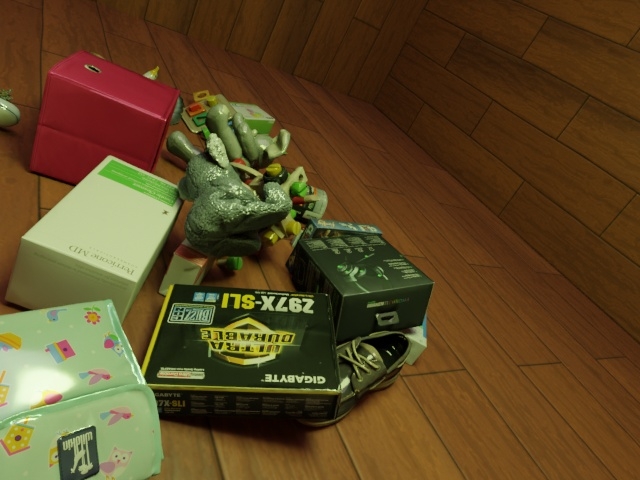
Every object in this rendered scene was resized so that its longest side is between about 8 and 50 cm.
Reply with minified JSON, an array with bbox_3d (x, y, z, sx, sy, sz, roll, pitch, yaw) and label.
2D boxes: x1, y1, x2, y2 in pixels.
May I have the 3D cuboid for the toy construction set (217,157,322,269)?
[{"bbox_3d":[-0.094,-0.093,1.163,0.237,0.257,0.309,-2,15,34],"label":"toy construction set"}]

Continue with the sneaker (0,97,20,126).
[{"bbox_3d":[-0.862,-0.300,1.101,0.258,0.094,0.091,4,54,-32],"label":"sneaker"}]

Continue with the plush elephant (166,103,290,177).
[{"bbox_3d":[-0.245,-0.285,1.449,0.330,0.272,0.255,50,43,-16],"label":"plush elephant"}]

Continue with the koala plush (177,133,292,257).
[{"bbox_3d":[-0.212,-0.098,0.968,0.203,0.196,0.221,-5,58,-47],"label":"koala plush"}]

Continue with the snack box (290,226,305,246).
[{"bbox_3d":[0.000,0.000,1.407,0.178,0.064,0.022,9,35,-33],"label":"snack box"}]

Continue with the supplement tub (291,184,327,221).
[{"bbox_3d":[-0.084,-0.133,1.497,0.190,0.117,0.117,17,30,-21],"label":"supplement tub"}]

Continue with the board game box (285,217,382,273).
[{"bbox_3d":[0.041,0.023,1.300,0.243,0.165,0.042,4,37,-39],"label":"board game box"}]

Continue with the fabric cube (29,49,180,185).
[{"bbox_3d":[-0.533,-0.288,1.184,0.258,0.259,0.254,19,28,-18],"label":"fabric cube"}]

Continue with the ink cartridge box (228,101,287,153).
[{"bbox_3d":[-0.258,-0.454,1.899,0.255,0.097,0.189,40,29,21],"label":"ink cartridge box"}]

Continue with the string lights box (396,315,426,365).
[{"bbox_3d":[0.212,0.200,1.256,0.133,0.076,0.259,29,27,-1],"label":"string lights box"}]

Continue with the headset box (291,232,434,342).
[{"bbox_3d":[0.099,0.106,1.141,0.246,0.131,0.283,-5,29,-26],"label":"headset box"}]

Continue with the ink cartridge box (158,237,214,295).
[{"bbox_3d":[-0.273,0.036,1.034,0.067,0.115,0.198,27,28,-6],"label":"ink cartridge box"}]

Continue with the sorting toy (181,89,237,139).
[{"bbox_3d":[-0.430,-0.495,1.769,0.196,0.047,0.347,-25,51,-17],"label":"sorting toy"}]

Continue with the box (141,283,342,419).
[{"bbox_3d":[-0.134,0.193,0.849,0.322,0.079,0.257,5,30,-7],"label":"box"}]

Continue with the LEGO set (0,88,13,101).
[{"bbox_3d":[-0.891,-0.399,1.298,0.054,0.023,0.083,33,41,13],"label":"LEGO set"}]

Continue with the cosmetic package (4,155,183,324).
[{"bbox_3d":[-0.418,-0.004,0.928,0.197,0.155,0.365,24,27,-16],"label":"cosmetic package"}]

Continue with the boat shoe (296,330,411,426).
[{"bbox_3d":[0.066,0.258,0.963,0.132,0.130,0.355,43,30,25],"label":"boat shoe"}]

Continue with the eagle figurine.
[{"bbox_3d":[-0.617,-0.502,1.597,0.298,0.225,0.226,173,-100,-88],"label":"eagle figurine"}]

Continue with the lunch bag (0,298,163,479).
[{"bbox_3d":[-0.350,0.226,0.605,0.223,0.160,0.262,-3,52,-51],"label":"lunch bag"}]
